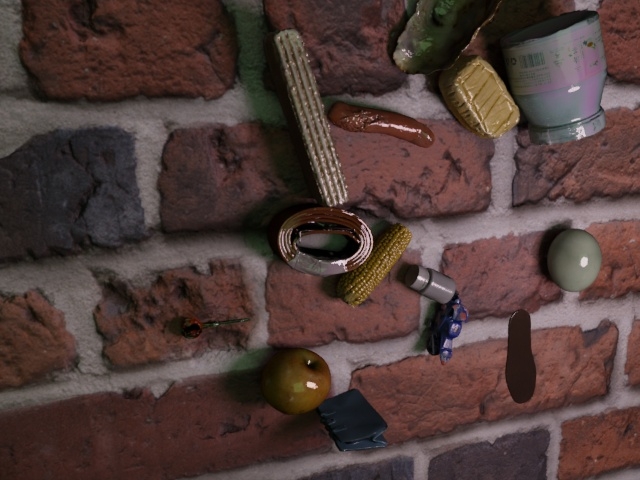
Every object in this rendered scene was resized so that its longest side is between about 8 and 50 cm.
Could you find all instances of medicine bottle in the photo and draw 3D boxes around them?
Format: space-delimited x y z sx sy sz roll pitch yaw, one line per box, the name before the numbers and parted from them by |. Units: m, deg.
medicine bottle | 0.618 -0.418 1.535 0.244 0.245 0.290 -26 112 -11
medicine bottle | 0.307 0.120 1.646 0.130 0.080 0.080 25 94 -21

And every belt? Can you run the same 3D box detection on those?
belt | 0.000 0.000 1.507 0.261 0.105 0.184 0 101 -21

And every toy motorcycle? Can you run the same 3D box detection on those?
toy motorcycle | 0.364 0.244 1.676 0.076 0.114 0.205 17 97 -22

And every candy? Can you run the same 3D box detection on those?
candy | -0.268 0.216 1.510 0.184 0.049 0.056 -6 112 -25

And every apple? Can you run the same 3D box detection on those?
apple | -0.067 0.370 1.541 0.182 0.182 0.155 24 112 -22

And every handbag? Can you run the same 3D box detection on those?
handbag | 0.080 0.488 1.586 0.144 0.221 0.057 -8 107 -18

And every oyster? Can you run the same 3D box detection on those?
oyster | 0.355 -0.567 1.454 0.396 0.204 0.111 -56 149 4

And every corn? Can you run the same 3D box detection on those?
corn | 0.144 0.064 1.575 0.091 0.091 0.260 42 87 19

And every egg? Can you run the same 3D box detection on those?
egg | 0.750 0.059 1.738 0.149 0.149 0.192 -10 109 -16

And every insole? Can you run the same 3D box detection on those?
insole | 0.631 0.371 1.853 0.111 0.007 0.328 -12 106 -16

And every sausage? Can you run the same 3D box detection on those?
sausage | 0.160 -0.297 1.502 0.304 0.078 0.078 8 101 -21

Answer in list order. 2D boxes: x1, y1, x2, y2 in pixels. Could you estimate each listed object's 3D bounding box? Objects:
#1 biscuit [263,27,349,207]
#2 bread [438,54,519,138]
biscuit | -0.036 -0.289 1.407 0.078 0.144 0.426 -21 111 -11
bread | 0.413 -0.373 1.547 0.140 0.106 0.236 -45 112 -5
